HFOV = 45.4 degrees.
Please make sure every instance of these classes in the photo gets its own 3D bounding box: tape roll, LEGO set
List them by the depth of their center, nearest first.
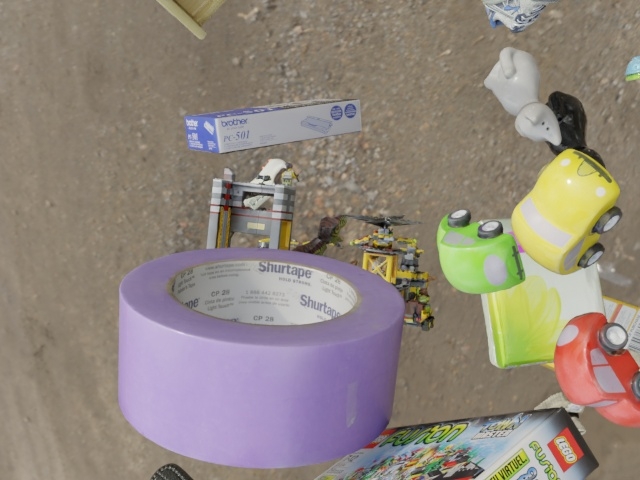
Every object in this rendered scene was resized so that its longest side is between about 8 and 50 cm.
[{"bbox_3d":[-0.040,0.069,0.520,0.189,0.189,0.080,14,109,26],"label":"tape roll"},{"bbox_3d":[0.000,0.000,1.016,0.332,0.255,0.192,7,92,25],"label":"LEGO set"}]

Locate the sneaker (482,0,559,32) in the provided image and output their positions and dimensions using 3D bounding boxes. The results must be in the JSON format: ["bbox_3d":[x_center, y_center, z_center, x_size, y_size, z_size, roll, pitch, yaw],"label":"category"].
[{"bbox_3d":[0.248,-0.282,0.922,0.135,0.052,0.058,26,132,64],"label":"sneaker"}]

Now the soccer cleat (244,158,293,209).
[{"bbox_3d":[-0.150,-0.129,1.967,0.076,0.196,0.068,30,167,37],"label":"soccer cleat"}]

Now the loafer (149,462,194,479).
[{"bbox_3d":[-0.180,0.436,1.196,0.220,0.080,0.078,38,161,37],"label":"loafer"}]

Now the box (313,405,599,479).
[{"bbox_3d":[0.049,0.149,0.446,0.036,0.114,0.207,59,153,3],"label":"box"}]

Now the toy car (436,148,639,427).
[{"bbox_3d":[0.159,0.032,0.620,0.225,0.053,0.239,27,143,59],"label":"toy car"}]

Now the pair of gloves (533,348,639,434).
[{"bbox_3d":[0.489,0.284,1.405,0.240,0.204,0.042,-38,91,18],"label":"pair of gloves"}]

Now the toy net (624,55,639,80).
[{"bbox_3d":[0.723,-0.361,1.504,0.232,0.122,0.045,-3,102,49],"label":"toy net"}]

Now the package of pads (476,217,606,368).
[{"bbox_3d":[0.440,0.097,1.528,0.229,0.101,0.296,-5,82,-5],"label":"package of pads"}]

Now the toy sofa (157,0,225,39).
[{"bbox_3d":[-0.149,-0.524,1.233,0.362,0.150,0.177,-44,56,8],"label":"toy sofa"}]

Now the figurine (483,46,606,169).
[{"bbox_3d":[0.372,-0.192,1.244,0.215,0.209,0.092,32,120,-29],"label":"figurine"}]

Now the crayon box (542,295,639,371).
[{"bbox_3d":[0.629,0.229,1.786,0.323,0.203,0.083,22,171,48],"label":"crayon box"}]

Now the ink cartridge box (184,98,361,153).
[{"bbox_3d":[-0.059,-0.151,0.987,0.097,0.207,0.046,17,116,56],"label":"ink cartridge box"}]
